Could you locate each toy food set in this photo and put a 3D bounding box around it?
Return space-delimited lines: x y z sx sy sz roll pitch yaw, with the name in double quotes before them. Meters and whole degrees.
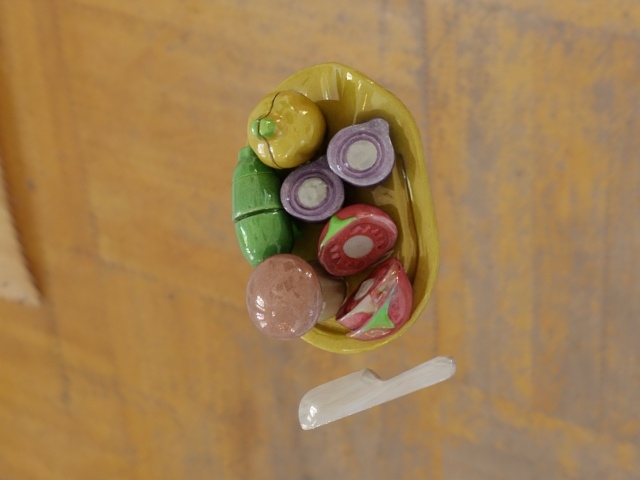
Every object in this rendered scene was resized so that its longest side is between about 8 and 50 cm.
"toy food set" 0.000 0.000 1.055 0.128 0.071 0.218 -15 84 31
